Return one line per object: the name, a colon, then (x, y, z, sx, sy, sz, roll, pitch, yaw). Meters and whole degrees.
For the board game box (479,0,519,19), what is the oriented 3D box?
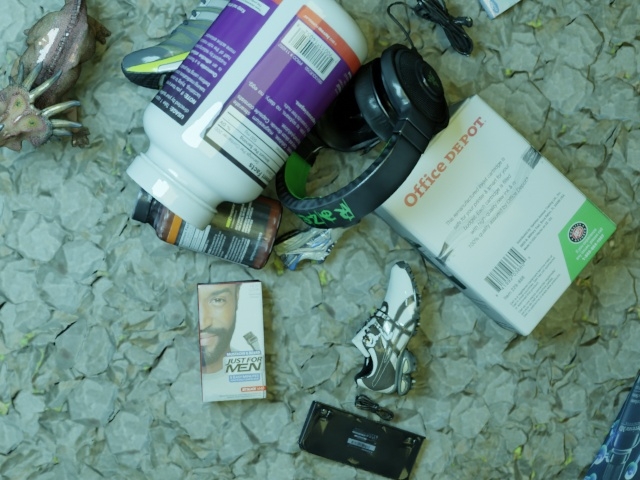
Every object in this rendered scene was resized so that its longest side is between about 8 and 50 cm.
board game box: (0.269, -0.393, 1.442, 0.090, 0.020, 0.090, -34, 97, -7)

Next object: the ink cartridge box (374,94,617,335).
ink cartridge box: (0.243, -0.038, 1.400, 0.289, 0.121, 0.211, 42, 86, -8)

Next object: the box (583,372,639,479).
box: (0.580, 0.311, 1.382, 0.212, 0.293, 0.396, 29, 87, -9)

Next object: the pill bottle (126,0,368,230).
pill bottle: (-0.098, -0.176, 1.222, 0.181, 0.181, 0.323, 39, 90, -9)

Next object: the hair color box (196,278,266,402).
hair color box: (-0.128, 0.143, 1.383, 0.093, 0.053, 0.167, -3, 92, -8)

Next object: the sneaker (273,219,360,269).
sneaker: (0.000, 0.000, 1.405, 0.135, 0.052, 0.058, -24, 106, 0)

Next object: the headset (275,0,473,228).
headset: (0.091, -0.179, 1.334, 0.185, 0.243, 0.394, 38, 67, -33)

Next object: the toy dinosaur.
toy dinosaur: (-0.349, -0.230, 1.258, 0.127, 0.200, 0.296, 16, 89, -9)

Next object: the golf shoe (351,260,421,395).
golf shoe: (0.094, 0.127, 1.406, 0.093, 0.077, 0.198, 3, 91, -9)

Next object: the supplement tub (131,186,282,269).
supplement tub: (-0.159, -0.034, 1.345, 0.197, 0.106, 0.106, 18, 89, -9)

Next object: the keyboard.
keyboard: (0.066, 0.285, 1.436, 0.180, 0.023, 0.108, 20, 95, -10)

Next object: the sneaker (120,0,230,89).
sneaker: (-0.144, -0.304, 1.347, 0.299, 0.111, 0.121, -27, 88, -14)
